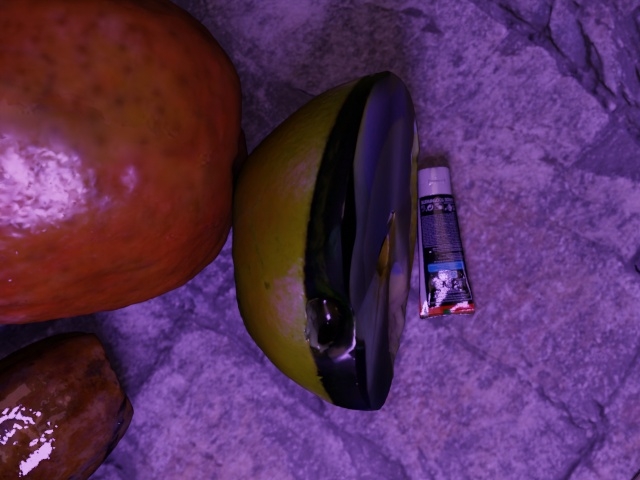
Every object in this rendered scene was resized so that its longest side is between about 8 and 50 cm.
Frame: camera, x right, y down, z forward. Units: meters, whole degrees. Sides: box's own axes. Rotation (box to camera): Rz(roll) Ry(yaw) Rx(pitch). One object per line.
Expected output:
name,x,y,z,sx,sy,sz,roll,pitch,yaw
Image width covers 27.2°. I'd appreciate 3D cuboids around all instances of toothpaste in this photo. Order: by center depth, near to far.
toothpaste,0.151,0.004,1.696,0.071,0.045,0.193,-8,81,8

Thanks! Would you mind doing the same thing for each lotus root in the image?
lotus root,-0.360,0.238,1.571,0.291,0.193,0.193,-35,77,-10

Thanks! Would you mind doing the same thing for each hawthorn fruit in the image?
hawthorn fruit,-0.304,-0.103,1.537,0.472,0.472,0.471,0,75,1

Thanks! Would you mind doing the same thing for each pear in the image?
pear,-0.002,-0.002,1.542,0.165,0.399,0.398,3,74,16

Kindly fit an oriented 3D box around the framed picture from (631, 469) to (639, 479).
framed picture,0.521,0.351,1.601,0.289,0.020,0.211,40,78,12
